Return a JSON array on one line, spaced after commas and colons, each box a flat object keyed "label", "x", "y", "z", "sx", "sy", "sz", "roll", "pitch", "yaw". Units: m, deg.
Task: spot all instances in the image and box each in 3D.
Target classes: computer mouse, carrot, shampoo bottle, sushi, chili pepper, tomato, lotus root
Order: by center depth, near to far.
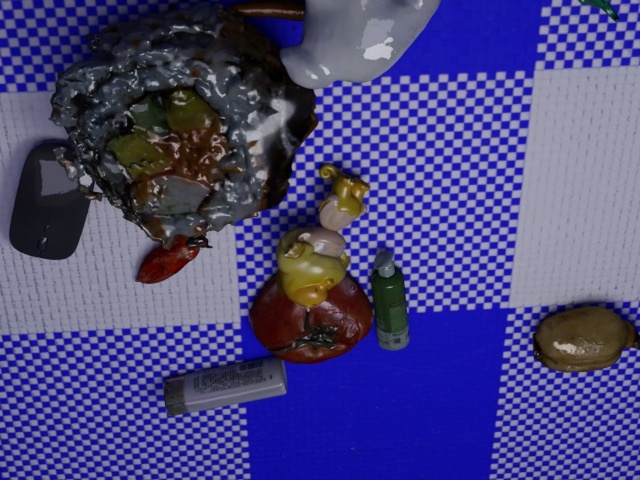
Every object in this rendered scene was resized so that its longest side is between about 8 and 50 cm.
[{"label": "carrot", "x": -0.050, "y": -0.351, "z": 1.781, "sx": 0.190, "sy": 0.037, "sz": 0.037, "roll": 5, "pitch": 126, "yaw": -4}, {"label": "sushi", "x": -0.218, "y": -0.182, "z": 1.802, "sx": 0.417, "sy": 0.176, "sz": 0.417, "roll": -3, "pitch": 128, "yaw": -4}, {"label": "computer mouse", "x": -0.448, "y": -0.058, "z": 1.942, "sx": 0.120, "sy": 0.057, "sz": 0.232, "roll": 14, "pitch": 123, "yaw": -15}, {"label": "chili pepper", "x": -0.257, "y": 0.029, "z": 2.028, "sx": 0.191, "sy": 0.050, "sz": 0.059, "roll": -31, "pitch": 127, "yaw": 31}, {"label": "tomato", "x": -0.012, "y": 0.148, "z": 2.109, "sx": 0.228, "sy": 0.101, "sz": 0.228, "roll": -4, "pitch": 128, "yaw": -5}, {"label": "shampoo bottle", "x": 0.124, "y": 0.107, "z": 2.110, "sx": 0.065, "sy": 0.065, "sz": 0.204, "roll": -8, "pitch": 127, "yaw": 1}, {"label": "lotus root", "x": 0.499, "y": 0.183, "z": 2.169, "sx": 0.221, "sy": 0.118, "sz": 0.125, "roll": -9, "pitch": 159, "yaw": -1}, {"label": "shampoo bottle", "x": -0.178, "y": 0.273, "z": 2.190, "sx": 0.227, "sy": 0.086, "sz": 0.056, "roll": -12, "pitch": 125, "yaw": 3}]

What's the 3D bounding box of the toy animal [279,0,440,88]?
[{"label": "toy animal", "x": -0.021, "y": -0.385, "z": 1.634, "sx": 0.241, "sy": 0.196, "sz": 0.367, "roll": -43, "pitch": 118, "yaw": 2}]

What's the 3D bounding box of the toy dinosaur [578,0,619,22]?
[{"label": "toy dinosaur", "x": 0.409, "y": -0.377, "z": 1.762, "sx": 0.132, "sy": 0.096, "sz": 0.059, "roll": 39, "pitch": 116, "yaw": -25}]

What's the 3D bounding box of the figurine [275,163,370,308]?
[{"label": "figurine", "x": 0.000, "y": 0.000, "z": 1.978, "sx": 0.156, "sy": 0.131, "sz": 0.246, "roll": 19, "pitch": 106, "yaw": -44}]
